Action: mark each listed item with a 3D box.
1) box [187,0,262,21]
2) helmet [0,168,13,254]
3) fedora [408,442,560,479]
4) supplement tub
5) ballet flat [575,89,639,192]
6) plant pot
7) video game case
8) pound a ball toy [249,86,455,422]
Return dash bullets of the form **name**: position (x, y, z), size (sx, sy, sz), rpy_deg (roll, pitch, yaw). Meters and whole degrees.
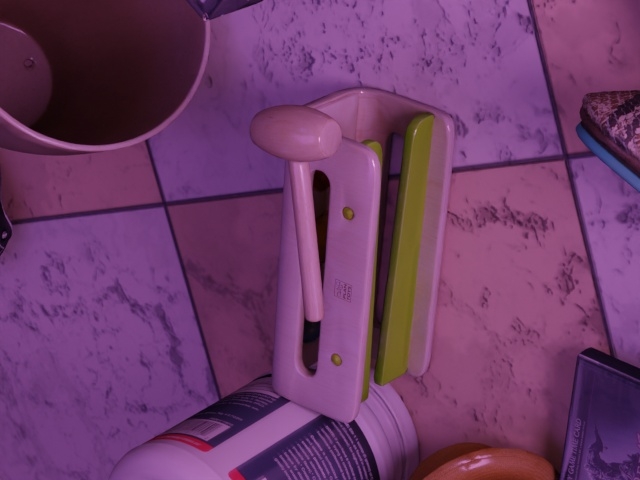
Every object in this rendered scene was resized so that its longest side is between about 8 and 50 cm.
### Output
- **box**: position (-0.076, -0.423, 1.314), size (0.318, 0.097, 0.395), rpy_deg (49, 132, 9)
- **helmet**: position (-0.436, -0.030, 1.865), size (0.169, 0.169, 0.161), rpy_deg (-16, 80, 44)
- **fedora**: position (0.130, 0.248, 1.515), size (0.079, 0.194, 0.194), rpy_deg (-114, 31, -52)
- **supplement tub**: position (-0.052, 0.233, 1.556), size (0.191, 0.272, 0.191), rpy_deg (18, 119, 35)
- **ballet flat**: position (0.397, 0.021, 1.168), size (0.182, 0.164, 0.483), rpy_deg (-47, 69, 21)
- **plant pot**: position (-0.280, -0.186, 1.620), size (0.274, 0.256, 0.256), rpy_deg (-18, 96, 60)
- **video game case**: position (0.322, 0.226, 1.379), size (0.274, 0.026, 0.196), rpy_deg (23, 122, 34)
- **pound a ball toy**: position (0.000, 0.000, 1.457), size (0.135, 0.208, 0.319), rpy_deg (22, 122, 32)
